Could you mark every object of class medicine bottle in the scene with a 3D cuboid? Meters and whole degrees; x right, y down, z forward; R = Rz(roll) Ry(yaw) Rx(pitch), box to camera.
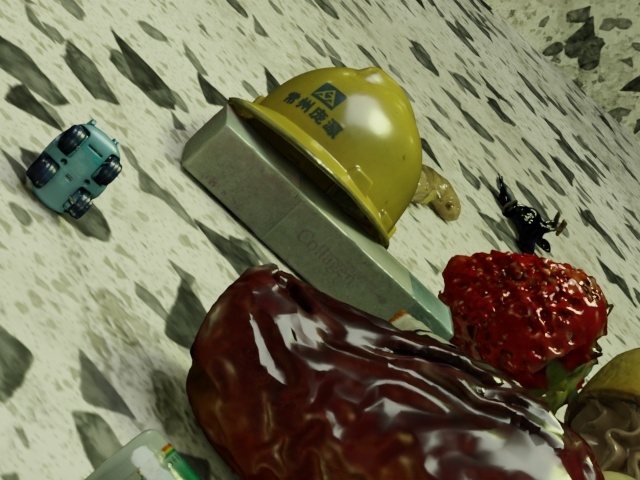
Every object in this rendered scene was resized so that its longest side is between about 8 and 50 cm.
[{"bbox_3d":[-0.089,0.185,1.061,0.130,0.080,0.080,48,16,3],"label":"medicine bottle"}]

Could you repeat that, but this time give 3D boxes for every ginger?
[{"bbox_3d":[0.133,-0.071,2.275,0.173,0.051,0.069,15,40,-59],"label":"ginger"}]

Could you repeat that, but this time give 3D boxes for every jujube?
[{"bbox_3d":[0.051,0.157,1.304,0.342,0.216,0.216,40,17,-3],"label":"jujube"}]

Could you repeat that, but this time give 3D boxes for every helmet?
[{"bbox_3d":[0.027,-0.109,1.799,0.205,0.140,0.257,37,-10,26],"label":"helmet"}]

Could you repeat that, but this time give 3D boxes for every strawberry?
[{"bbox_3d":[0.214,0.090,1.904,0.201,0.184,0.187,42,11,21],"label":"strawberry"}]

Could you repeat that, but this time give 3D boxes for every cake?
[{"bbox_3d":[0.358,0.235,1.935,0.178,0.208,0.185,-52,143,-41],"label":"cake"}]

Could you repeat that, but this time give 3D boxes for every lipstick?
[{"bbox_3d":[0.000,0.000,1.738,0.317,0.066,0.068,43,17,-18],"label":"lipstick"}]

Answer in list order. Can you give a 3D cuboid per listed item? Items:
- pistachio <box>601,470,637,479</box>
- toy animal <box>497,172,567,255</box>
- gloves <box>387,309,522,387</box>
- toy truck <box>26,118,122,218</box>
[{"bbox_3d":[0.289,0.312,1.658,0.223,0.126,0.152,55,0,-14],"label":"pistachio"},{"bbox_3d":[0.312,-0.025,2.632,0.108,0.062,0.220,17,31,-27],"label":"toy animal"},{"bbox_3d":[0.100,0.150,1.592,0.140,0.131,0.219,35,-8,-6],"label":"gloves"},{"bbox_3d":[-0.194,-0.061,1.393,0.056,0.073,0.090,44,3,-15],"label":"toy truck"}]
